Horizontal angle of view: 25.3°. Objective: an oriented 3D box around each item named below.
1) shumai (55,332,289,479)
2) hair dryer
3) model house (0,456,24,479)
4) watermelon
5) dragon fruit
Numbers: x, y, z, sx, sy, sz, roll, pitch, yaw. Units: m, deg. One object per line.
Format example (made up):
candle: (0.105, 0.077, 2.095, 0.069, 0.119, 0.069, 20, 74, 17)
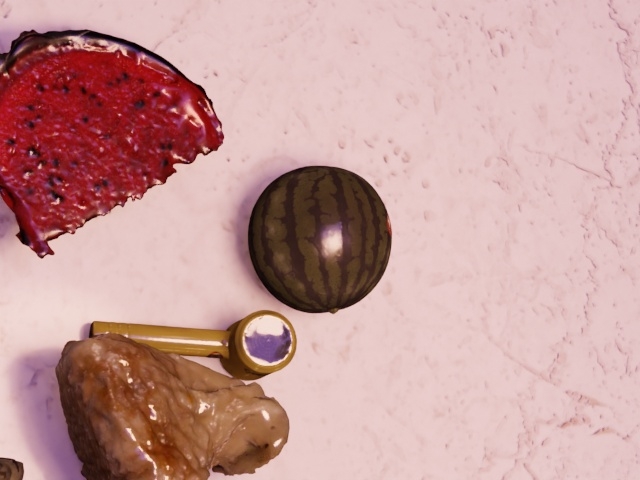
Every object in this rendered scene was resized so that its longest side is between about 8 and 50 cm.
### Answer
shumai: (-0.185, 0.230, 1.863, 0.262, 0.267, 0.314, -26, 109, -22)
hair dryer: (-0.178, 0.140, 1.971, 0.278, 0.135, 0.090, 5, 80, -13)
model house: (-0.411, 0.435, 1.811, 0.279, 0.218, 0.205, 56, 50, -30)
watermelon: (0.000, 0.000, 2.018, 0.212, 0.212, 0.212, 3, 82, -23)
dragon fruit: (-0.327, -0.161, 1.952, 0.343, 0.100, 0.282, -31, 94, -27)
